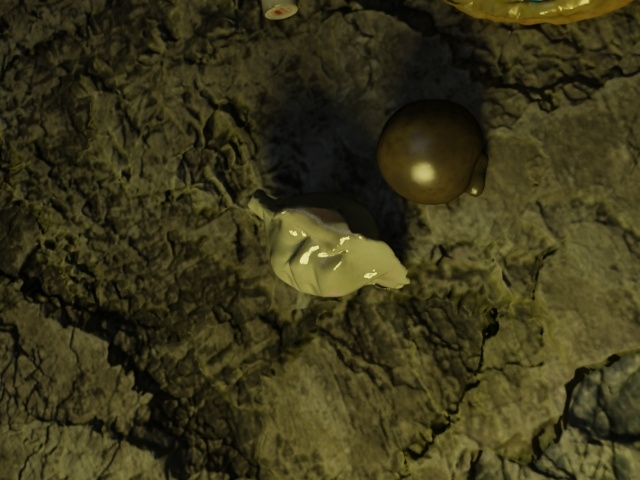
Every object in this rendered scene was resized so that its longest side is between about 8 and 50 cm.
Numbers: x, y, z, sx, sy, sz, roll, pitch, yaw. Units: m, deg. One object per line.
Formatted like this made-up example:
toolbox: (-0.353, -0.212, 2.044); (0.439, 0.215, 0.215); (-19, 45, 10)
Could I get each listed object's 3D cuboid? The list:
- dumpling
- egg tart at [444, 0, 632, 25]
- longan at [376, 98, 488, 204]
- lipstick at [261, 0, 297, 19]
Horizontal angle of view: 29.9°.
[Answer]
dumpling: (0.000, 0.000, 1.187); (0.188, 0.127, 0.108); (29, 88, 18)
egg tart: (0.203, -0.399, 1.142); (0.387, 0.169, 0.388); (-3, 83, 28)
longan: (0.114, -0.085, 1.172); (0.119, 0.106, 0.106); (26, 95, -15)
lipstick: (-0.055, -0.307, 1.302); (0.038, 0.038, 0.131); (-15, 77, 21)
